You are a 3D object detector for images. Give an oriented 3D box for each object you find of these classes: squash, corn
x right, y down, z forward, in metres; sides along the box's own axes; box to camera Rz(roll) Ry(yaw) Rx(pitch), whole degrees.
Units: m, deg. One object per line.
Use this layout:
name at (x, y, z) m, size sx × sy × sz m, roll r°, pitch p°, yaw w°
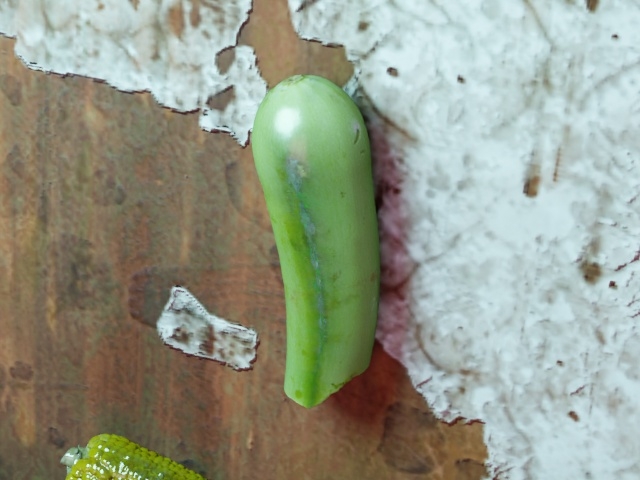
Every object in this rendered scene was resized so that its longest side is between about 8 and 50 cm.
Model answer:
squash at (0.000, 0.000, 1.119) m, size 0.083 × 0.083 × 0.250 m, roll 4°, pitch 117°, yaw 18°
corn at (-0.115, 0.218, 1.262) m, size 0.207 × 0.068 × 0.068 m, roll 24°, pitch 119°, yaw 6°
